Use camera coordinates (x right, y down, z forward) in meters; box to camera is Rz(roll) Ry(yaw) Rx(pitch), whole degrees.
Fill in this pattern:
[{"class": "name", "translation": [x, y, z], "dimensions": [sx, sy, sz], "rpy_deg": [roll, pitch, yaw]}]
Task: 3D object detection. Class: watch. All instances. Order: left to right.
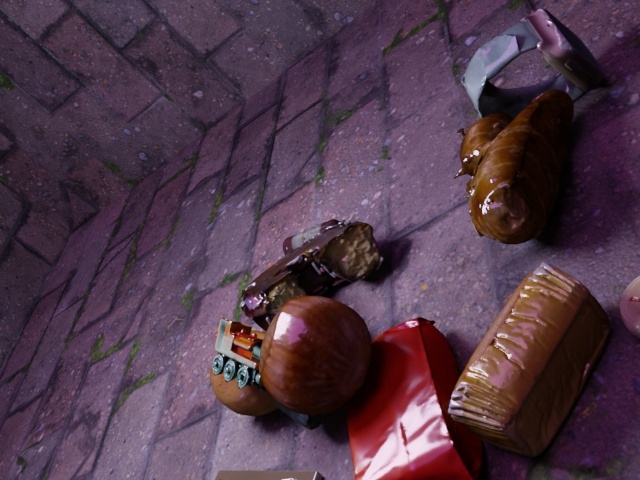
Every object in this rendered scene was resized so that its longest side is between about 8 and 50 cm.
[{"class": "watch", "translation": [0.440, -0.348, 1.529], "dimensions": [0.241, 0.253, 0.161], "rpy_deg": [-44, 43, 29]}]

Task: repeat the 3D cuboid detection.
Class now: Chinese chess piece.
[{"class": "Chinese chess piece", "translation": [0.506, 0.097, 1.054], "dimensions": [0.122, 0.051, 0.122], "rpy_deg": [-33, 32, 23]}]

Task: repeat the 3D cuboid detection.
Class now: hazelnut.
[{"class": "hazelnut", "translation": [-0.005, 0.202, 1.251], "dimensions": [0.214, 0.176, 0.214], "rpy_deg": [-7, 78, 36]}]

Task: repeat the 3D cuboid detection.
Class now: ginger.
[{"class": "ginger", "translation": [0.364, -0.134, 1.417], "dimensions": [0.254, 0.176, 0.418], "rpy_deg": [-23, 30, 40]}]

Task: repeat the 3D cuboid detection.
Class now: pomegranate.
[{"class": "pomegranate", "translation": [-0.144, 0.291, 1.553], "dimensions": [0.191, 0.191, 0.191], "rpy_deg": [-33, 31, 23]}]

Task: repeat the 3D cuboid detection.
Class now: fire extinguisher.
[{"class": "fire extinguisher", "translation": [0.000, 0.000, 1.835], "dimensions": [0.231, 0.071, 0.099], "rpy_deg": [-21, 19, 39]}]

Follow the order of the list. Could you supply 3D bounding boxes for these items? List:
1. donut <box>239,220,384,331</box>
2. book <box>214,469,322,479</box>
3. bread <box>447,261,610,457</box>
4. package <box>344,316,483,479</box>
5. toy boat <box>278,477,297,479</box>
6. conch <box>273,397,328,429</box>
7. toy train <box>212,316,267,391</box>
[{"class": "donut", "translation": [-0.035, 0.092, 1.640], "dimensions": [0.345, 0.136, 0.259], "rpy_deg": [-36, 8, -23]}, {"class": "book", "translation": [-0.141, 0.548, 1.380], "dimensions": [0.310, 0.021, 0.217], "rpy_deg": [-16, 40, 43]}, {"class": "bread", "translation": [0.323, 0.182, 1.089], "dimensions": [0.119, 0.152, 0.288], "rpy_deg": [17, 67, 52]}, {"class": "package", "translation": [0.151, 0.301, 1.198], "dimensions": [0.196, 0.123, 0.423], "rpy_deg": [-38, 28, 20]}, {"class": "toy boat", "translation": [-0.048, 0.484, 1.253], "dimensions": [0.188, 0.061, 0.116], "rpy_deg": [9, 57, 43]}, {"class": "conch", "translation": [0.002, 0.229, 1.436], "dimensions": [0.195, 0.220, 0.277], "rpy_deg": [-14, 20, 20]}, {"class": "toy train", "translation": [-0.148, 0.224, 1.397], "dimensions": [0.176, 0.074, 0.118], "rpy_deg": [9, 85, 54]}]
